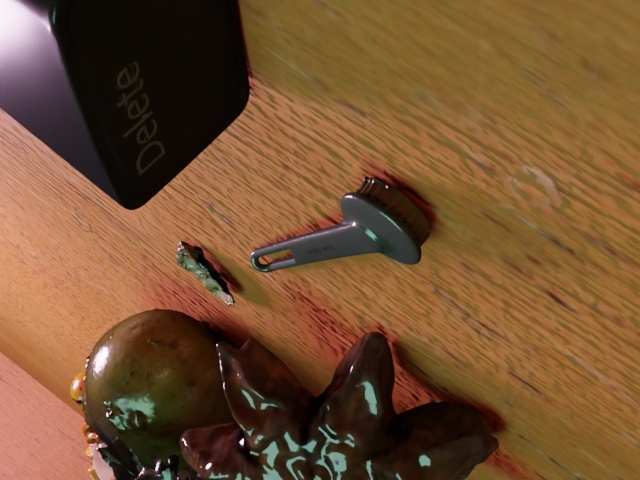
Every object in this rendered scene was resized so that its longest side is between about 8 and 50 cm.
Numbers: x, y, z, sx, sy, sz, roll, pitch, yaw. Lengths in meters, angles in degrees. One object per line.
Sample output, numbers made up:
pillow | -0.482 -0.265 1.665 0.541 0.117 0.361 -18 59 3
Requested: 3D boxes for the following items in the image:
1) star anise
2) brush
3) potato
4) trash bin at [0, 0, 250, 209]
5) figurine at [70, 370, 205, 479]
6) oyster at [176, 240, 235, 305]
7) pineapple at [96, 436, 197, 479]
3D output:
star anise | 0.012 0.222 0.739 0.315 0.315 0.108 37 -164 4
brush | 0.000 0.000 0.616 0.062 0.027 0.266 45 159 -13
potato | -0.189 0.182 1.017 0.210 0.173 0.307 39 158 5
trash bin | -0.167 -0.149 0.476 0.225 0.115 0.165 32 155 19
figurine | -0.255 0.315 1.323 0.320 0.196 0.323 52 149 -4
oyster | -0.112 0.031 0.828 0.083 0.019 0.054 49 156 -25
pineapple | -0.075 0.294 0.891 0.365 0.165 0.165 12 167 -26
